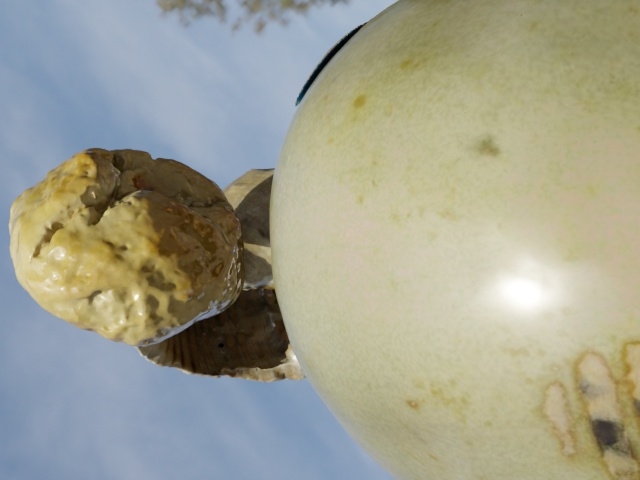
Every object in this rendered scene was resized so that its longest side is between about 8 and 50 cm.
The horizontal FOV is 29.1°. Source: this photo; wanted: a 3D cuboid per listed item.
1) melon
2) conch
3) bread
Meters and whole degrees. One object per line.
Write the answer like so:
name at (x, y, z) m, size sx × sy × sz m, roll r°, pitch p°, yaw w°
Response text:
melon at (0.115, 0.004, 0.538) m, size 0.268 × 0.330 × 0.268 m, roll -2°, pitch -87°, yaw -34°
conch at (-0.081, 0.042, 1.438) m, size 0.324 × 0.263 × 0.186 m, roll -6°, pitch -159°, yaw -11°
bread at (-0.175, -0.004, 1.181) m, size 0.244 × 0.134 × 0.244 m, roll 20°, pitch -162°, yaw -7°
